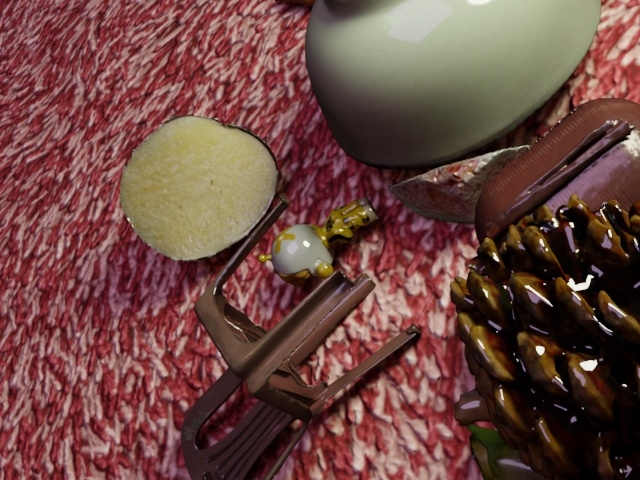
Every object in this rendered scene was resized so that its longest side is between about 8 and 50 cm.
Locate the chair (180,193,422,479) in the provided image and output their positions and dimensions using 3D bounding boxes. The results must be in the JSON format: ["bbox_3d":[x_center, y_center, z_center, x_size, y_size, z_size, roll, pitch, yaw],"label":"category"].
[{"bbox_3d":[-0.073,0.145,1.128,0.326,0.183,0.175,-46,43,5],"label":"chair"}]

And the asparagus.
[{"bbox_3d":[0.238,0.212,0.907,0.287,0.080,0.080,1,64,39],"label":"asparagus"}]

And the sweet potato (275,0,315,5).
[{"bbox_3d":[-0.008,-0.357,1.497,0.179,0.044,0.044,6,68,43],"label":"sweet potato"}]

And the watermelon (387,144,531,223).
[{"bbox_3d":[0.147,-0.062,1.151,0.180,0.094,0.081,-24,59,49],"label":"watermelon"}]

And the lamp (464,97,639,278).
[{"bbox_3d":[0.253,-0.032,0.972,0.258,0.180,0.180,-42,45,13],"label":"lamp"}]

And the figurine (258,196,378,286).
[{"bbox_3d":[0.002,0.002,1.240,0.143,0.068,0.101,-19,37,29],"label":"figurine"}]

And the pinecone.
[{"bbox_3d":[0.218,0.079,0.789,0.257,0.244,0.243,-32,45,41],"label":"pinecone"}]

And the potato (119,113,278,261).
[{"bbox_3d":[-0.158,-0.071,1.384,0.202,0.182,0.117,-44,1,-1],"label":"potato"}]

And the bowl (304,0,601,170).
[{"bbox_3d":[0.118,-0.269,1.185,0.354,0.185,0.353,-24,40,22],"label":"bowl"}]
